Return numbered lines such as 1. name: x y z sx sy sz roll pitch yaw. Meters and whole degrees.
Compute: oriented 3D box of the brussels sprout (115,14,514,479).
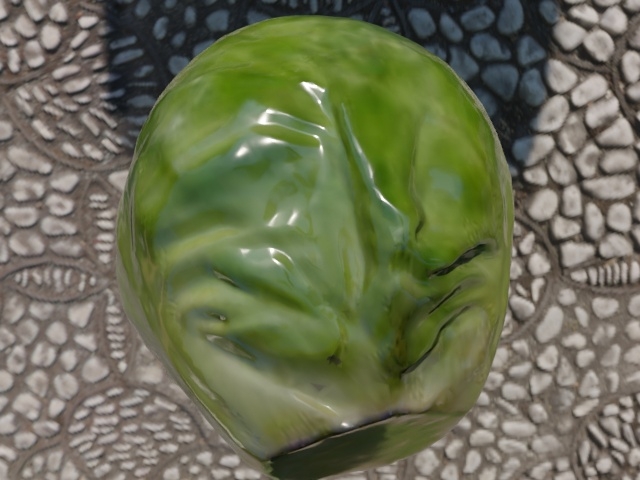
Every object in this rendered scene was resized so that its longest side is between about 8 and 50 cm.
1. brussels sprout: 0.000 0.000 0.491 0.244 0.244 0.244 3 114 6
